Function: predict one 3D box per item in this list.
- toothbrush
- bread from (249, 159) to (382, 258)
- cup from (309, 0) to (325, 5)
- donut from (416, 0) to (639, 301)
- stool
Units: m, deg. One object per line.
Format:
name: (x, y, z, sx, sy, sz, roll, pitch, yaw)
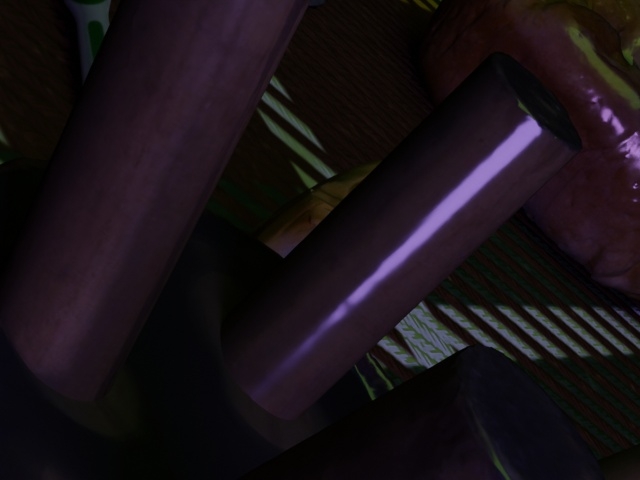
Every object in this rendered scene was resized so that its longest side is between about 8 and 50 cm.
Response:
toothbrush: (-0.125, -0.128, 0.816, 0.030, 0.030, 0.304, 28, 32, -39)
bread: (0.000, 0.000, 0.775, 0.053, 0.074, 0.132, 58, 24, -5)
cup: (0.031, -0.329, 1.066, 0.203, 0.288, 0.203, 40, 24, -21)
donut: (0.221, -0.105, 1.224, 0.299, 0.150, 0.317, 21, 36, -47)
stool: (-0.005, 0.048, 0.449, 0.272, 0.178, 0.272, 40, 25, -22)
